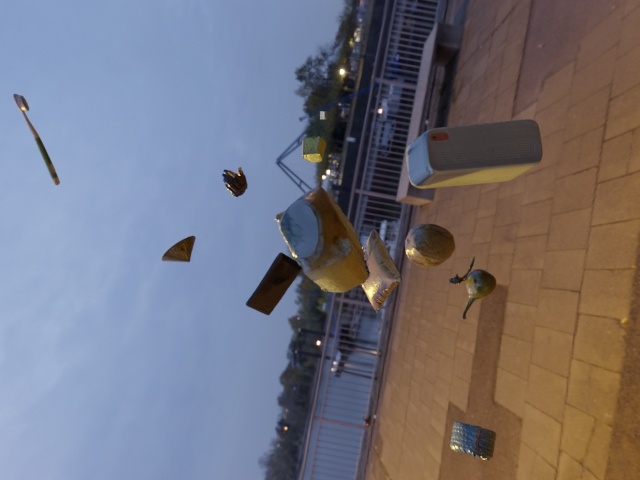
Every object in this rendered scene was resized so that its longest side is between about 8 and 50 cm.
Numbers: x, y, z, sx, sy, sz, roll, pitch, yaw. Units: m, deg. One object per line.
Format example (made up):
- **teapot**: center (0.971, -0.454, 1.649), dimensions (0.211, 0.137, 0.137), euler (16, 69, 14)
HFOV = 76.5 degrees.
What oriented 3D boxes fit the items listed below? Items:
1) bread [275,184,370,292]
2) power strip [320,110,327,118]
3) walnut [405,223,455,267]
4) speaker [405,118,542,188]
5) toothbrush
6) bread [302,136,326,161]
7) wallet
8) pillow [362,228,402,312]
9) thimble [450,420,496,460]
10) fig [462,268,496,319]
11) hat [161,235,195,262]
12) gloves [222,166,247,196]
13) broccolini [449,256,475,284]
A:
- **bread**: center (0.003, 0.006, 1.498), dimensions (0.396, 0.239, 0.264), euler (60, -168, 15)
- **power strip**: center (0.016, -0.669, 2.169), dimensions (0.090, 0.016, 0.040), euler (-133, 38, -67)
- **walnut**: center (0.619, 0.029, 2.309), dimensions (0.227, 0.282, 0.283), euler (-89, 9, -70)
- **speaker**: center (0.510, -0.291, 1.360), dimensions (0.184, 0.405, 0.184), euler (131, 133, -85)
- **toothbrush**: center (-0.702, -0.242, 1.015), dimensions (0.018, 0.024, 0.257), euler (-76, -3, -45)
- **bread**: center (-0.035, -0.486, 2.178), dimensions (0.111, 0.129, 0.115), euler (46, -134, -54)
- **wallet**: center (-0.178, 0.172, 1.577), dimensions (0.244, 0.124, 0.025), euler (-55, 36, 0)
- **pillow**: center (0.272, 0.151, 1.990), dimensions (0.313, 0.119, 0.310), euler (66, 149, 33)
- **thimble**: center (0.469, 0.614, 1.248), dimensions (0.135, 0.118, 0.090), euler (138, 150, -66)
- **fig**: center (0.684, 0.242, 1.791), dimensions (0.124, 0.124, 0.237), euler (93, -158, -88)
- **hat**: center (-0.501, 0.054, 1.493), dimensions (0.146, 0.067, 0.146), euler (-39, -6, -5)
- **gloves**: center (-0.468, -0.326, 2.234), dimensions (0.106, 0.129, 0.181), euler (64, -178, 18)
- **broccolini**: center (0.664, 0.145, 1.867), dimensions (0.194, 0.052, 0.054), euler (-36, -8, -28)
